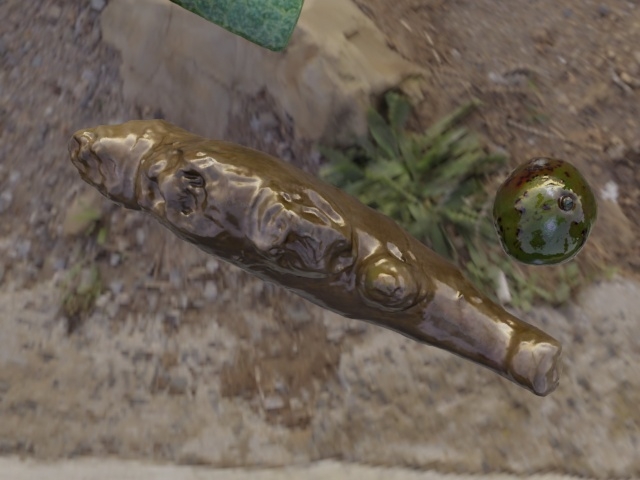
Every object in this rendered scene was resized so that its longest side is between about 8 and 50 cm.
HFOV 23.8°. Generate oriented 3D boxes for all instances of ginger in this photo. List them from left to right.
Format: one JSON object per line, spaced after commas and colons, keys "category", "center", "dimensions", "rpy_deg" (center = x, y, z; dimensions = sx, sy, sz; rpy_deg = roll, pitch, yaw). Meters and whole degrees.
{"category": "ginger", "center": [-0.002, -0.001, 0.979], "dimensions": [0.333, 0.166, 0.080], "rpy_deg": [22, 97, -20]}

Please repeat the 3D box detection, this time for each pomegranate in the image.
{"category": "pomegranate", "center": [0.144, -0.022, 1.003], "dimensions": [0.073, 0.084, 0.073], "rpy_deg": [-8, 116, -16]}

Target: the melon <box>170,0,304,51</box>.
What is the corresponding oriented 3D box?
{"category": "melon", "center": [-0.023, -0.173, 0.666], "dimensions": [0.064, 0.209, 0.118], "rpy_deg": [15, 115, -8]}
